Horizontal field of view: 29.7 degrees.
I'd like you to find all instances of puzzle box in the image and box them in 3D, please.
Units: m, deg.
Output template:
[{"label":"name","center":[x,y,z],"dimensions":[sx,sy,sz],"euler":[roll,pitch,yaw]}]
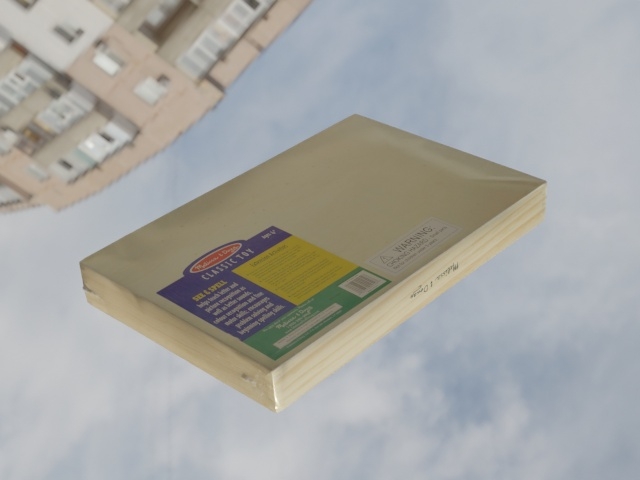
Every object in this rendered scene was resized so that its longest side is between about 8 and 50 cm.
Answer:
[{"label":"puzzle box","center":[0.000,0.000,1.215],"dimensions":[0.272,0.052,0.409],"euler":[25,-138,37]}]
